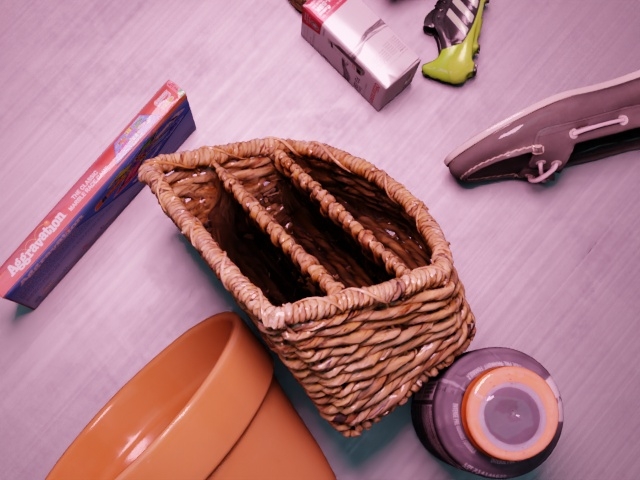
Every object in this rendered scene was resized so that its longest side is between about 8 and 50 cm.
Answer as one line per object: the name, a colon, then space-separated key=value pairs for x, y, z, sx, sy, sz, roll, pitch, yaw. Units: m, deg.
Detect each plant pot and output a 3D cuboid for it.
plant pot: x=-0.119 y=0.243 z=1.075 sx=0.291 sy=0.291 sz=0.203 roll=-45 pitch=102 yaw=-8

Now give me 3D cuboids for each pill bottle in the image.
pill bottle: x=0.171 y=0.176 z=1.099 sx=0.130 sy=0.246 sz=0.131 roll=0 pitch=82 yaw=-3

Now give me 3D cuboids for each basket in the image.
basket: x=0.000 y=0.000 z=1.067 sx=0.213 sy=0.223 sz=0.299 roll=-37 pitch=44 yaw=-6

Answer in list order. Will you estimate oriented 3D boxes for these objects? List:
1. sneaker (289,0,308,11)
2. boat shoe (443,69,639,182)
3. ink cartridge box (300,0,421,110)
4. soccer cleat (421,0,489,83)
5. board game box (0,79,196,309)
sneaker: x=-0.038 y=-0.366 z=1.267 sx=0.086 sy=0.064 sz=0.192 roll=-34 pitch=85 yaw=-14
boat shoe: x=0.308 y=-0.121 z=1.218 sx=0.335 sy=0.112 sz=0.096 roll=-22 pitch=79 yaw=-9
ink cartridge box: x=0.043 y=-0.223 z=1.226 sx=0.056 sy=0.099 sz=0.135 roll=-44 pitch=85 yaw=-8
soccer cleat: x=0.161 y=-0.273 z=1.261 sx=0.072 sy=0.060 sz=0.179 roll=10 pitch=83 yaw=7
board game box: x=-0.241 y=-0.045 z=1.165 sx=0.027 sy=0.145 sz=0.281 roll=40 pitch=82 yaw=3
